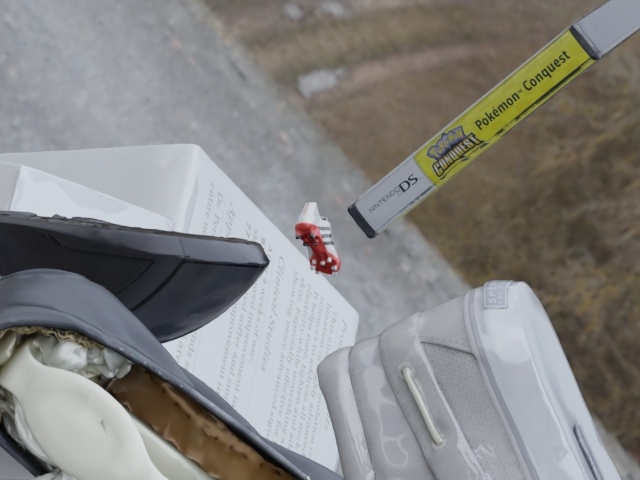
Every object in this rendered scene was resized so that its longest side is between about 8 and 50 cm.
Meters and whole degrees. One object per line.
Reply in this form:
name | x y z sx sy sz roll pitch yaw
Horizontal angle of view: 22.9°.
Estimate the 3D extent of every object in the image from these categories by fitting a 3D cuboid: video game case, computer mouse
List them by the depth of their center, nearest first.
computer mouse | -0.122 0.019 0.819 0.184 0.262 0.060 6 91 -60
video game case | 0.168 -0.120 1.312 0.035 0.248 0.275 52 32 2

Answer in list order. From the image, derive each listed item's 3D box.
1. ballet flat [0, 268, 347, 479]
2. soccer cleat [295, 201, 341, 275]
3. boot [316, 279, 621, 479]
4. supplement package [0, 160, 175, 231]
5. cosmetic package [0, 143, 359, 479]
ballet flat | -0.034 0.085 0.485 0.203 0.074 0.074 40 26 2
soccer cleat | 0.000 0.000 1.326 0.083 0.029 0.036 59 38 -53
boot | 0.092 0.154 0.802 0.258 0.123 0.095 68 20 -2
supplement package | -0.293 0.037 1.239 0.199 0.262 0.198 22 81 -59
cosmetic package | -0.199 0.143 1.546 0.394 0.327 0.330 49 46 -53
